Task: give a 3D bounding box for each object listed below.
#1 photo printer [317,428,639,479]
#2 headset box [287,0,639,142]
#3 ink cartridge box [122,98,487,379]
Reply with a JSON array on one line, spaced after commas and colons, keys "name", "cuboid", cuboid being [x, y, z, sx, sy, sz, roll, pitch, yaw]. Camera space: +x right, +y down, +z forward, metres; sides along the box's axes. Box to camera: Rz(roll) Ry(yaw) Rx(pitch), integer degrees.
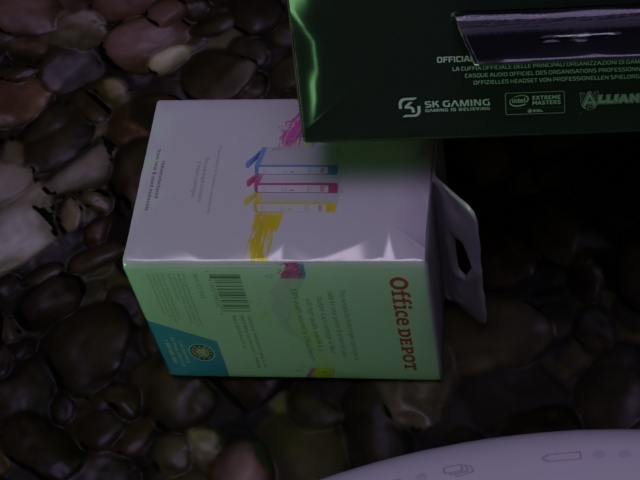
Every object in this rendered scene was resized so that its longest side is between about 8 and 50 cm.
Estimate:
[{"name": "photo printer", "cuboid": [0.063, 0.208, 0.465, 0.256, 0.107, 0.308, -13, 54, 3]}, {"name": "headset box", "cuboid": [0.107, -0.138, 0.630, 0.218, 0.110, 0.293, -2, 28, 9]}, {"name": "ink cartridge box", "cuboid": [0.000, 0.000, 0.635, 0.143, 0.092, 0.090, 0, 54, 9]}]
